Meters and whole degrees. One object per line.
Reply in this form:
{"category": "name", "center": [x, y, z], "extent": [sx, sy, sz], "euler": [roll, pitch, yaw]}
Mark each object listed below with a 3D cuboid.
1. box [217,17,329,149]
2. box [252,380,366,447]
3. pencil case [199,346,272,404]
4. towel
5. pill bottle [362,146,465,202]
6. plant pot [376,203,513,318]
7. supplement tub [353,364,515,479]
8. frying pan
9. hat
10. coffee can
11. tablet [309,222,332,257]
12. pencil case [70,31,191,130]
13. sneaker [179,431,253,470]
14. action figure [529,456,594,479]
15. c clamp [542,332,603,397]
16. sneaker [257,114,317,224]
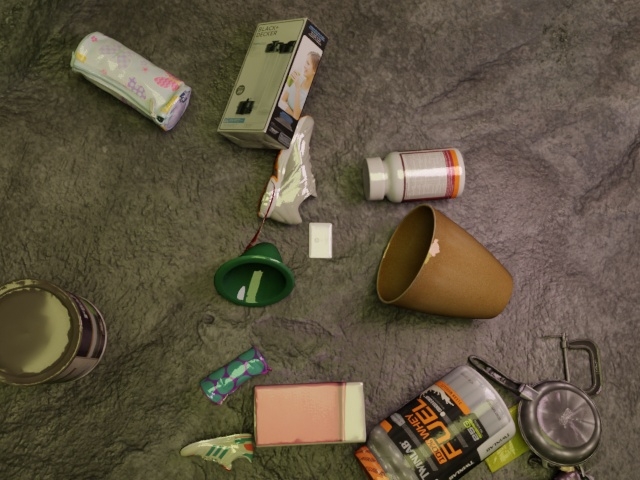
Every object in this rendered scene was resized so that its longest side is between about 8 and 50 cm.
{"category": "box", "center": [-0.109, -0.358, 1.710], "extent": [0.087, 0.169, 0.290], "euler": [31, 74, -46]}
{"category": "box", "center": [-0.029, 0.371, 1.602], "extent": [0.232, 0.148, 0.127], "euler": [-1, 79, -7]}
{"category": "pencil case", "center": [-0.187, 0.300, 1.641], "extent": [0.151, 0.064, 0.070], "euler": [-34, 69, -10]}
{"category": "towel", "center": [0.467, 0.428, 1.710], "extent": [0.237, 0.021, 0.102], "euler": [-29, 83, -10]}
{"category": "pill bottle", "center": [0.214, -0.150, 1.734], "extent": [0.221, 0.121, 0.121], "euler": [-5, 81, -6]}
{"category": "plant pot", "center": [0.294, 0.074, 1.666], "extent": [0.254, 0.237, 0.237], "euler": [23, 78, -15]}
{"category": "supplement tub", "center": [0.241, 0.428, 1.599], "extent": [0.316, 0.193, 0.194], "euler": [-34, 85, -11]}
{"category": "frying pan", "center": [0.509, 0.352, 1.690], "extent": [0.197, 0.053, 0.326], "euler": [-26, 70, -19]}
{"category": "hat", "center": [-0.136, 0.022, 1.687], "extent": [0.173, 0.208, 0.184], "euler": [40, 35, -36]}
{"category": "coffee can", "center": [-0.560, 0.192, 1.513], "extent": [0.201, 0.275, 0.202], "euler": [1, 80, -6]}
{"category": "tablet", "center": [0.000, 0.000, 1.743], "extent": [0.054, 0.006, 0.083], "euler": [1, 79, -6]}
{"category": "pencil case", "center": [-0.432, -0.363, 1.706], "extent": [0.273, 0.113, 0.124], "euler": [33, 56, 1]}
{"category": "sneaker", "center": [-0.222, 0.464, 1.612], "extent": [0.161, 0.057, 0.075], "euler": [-8, 75, -10]}
{"category": "action figure", "center": [0.496, 0.564, 1.653], "extent": [0.285, 0.099, 0.185], "euler": [-11, 74, -22]}
{"category": "c clamp", "center": [0.596, 0.292, 1.750], "extent": [0.137, 0.022, 0.161], "euler": [-6, 79, -12]}
{"category": "sneaker", "center": [-0.052, -0.158, 1.730], "extent": [0.121, 0.099, 0.263], "euler": [22, 86, -9]}
